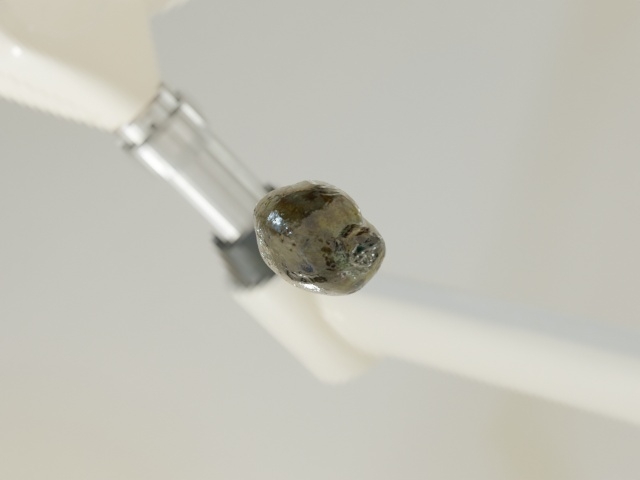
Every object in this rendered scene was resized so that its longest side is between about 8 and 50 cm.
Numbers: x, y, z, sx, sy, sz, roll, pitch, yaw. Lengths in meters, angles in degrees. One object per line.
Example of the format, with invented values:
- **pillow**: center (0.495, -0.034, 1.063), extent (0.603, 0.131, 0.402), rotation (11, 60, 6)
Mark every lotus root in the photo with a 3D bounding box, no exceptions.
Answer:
- **lotus root**: center (0.000, 0.000, 0.850), extent (0.049, 0.054, 0.099), rotation (-45, -158, -10)
